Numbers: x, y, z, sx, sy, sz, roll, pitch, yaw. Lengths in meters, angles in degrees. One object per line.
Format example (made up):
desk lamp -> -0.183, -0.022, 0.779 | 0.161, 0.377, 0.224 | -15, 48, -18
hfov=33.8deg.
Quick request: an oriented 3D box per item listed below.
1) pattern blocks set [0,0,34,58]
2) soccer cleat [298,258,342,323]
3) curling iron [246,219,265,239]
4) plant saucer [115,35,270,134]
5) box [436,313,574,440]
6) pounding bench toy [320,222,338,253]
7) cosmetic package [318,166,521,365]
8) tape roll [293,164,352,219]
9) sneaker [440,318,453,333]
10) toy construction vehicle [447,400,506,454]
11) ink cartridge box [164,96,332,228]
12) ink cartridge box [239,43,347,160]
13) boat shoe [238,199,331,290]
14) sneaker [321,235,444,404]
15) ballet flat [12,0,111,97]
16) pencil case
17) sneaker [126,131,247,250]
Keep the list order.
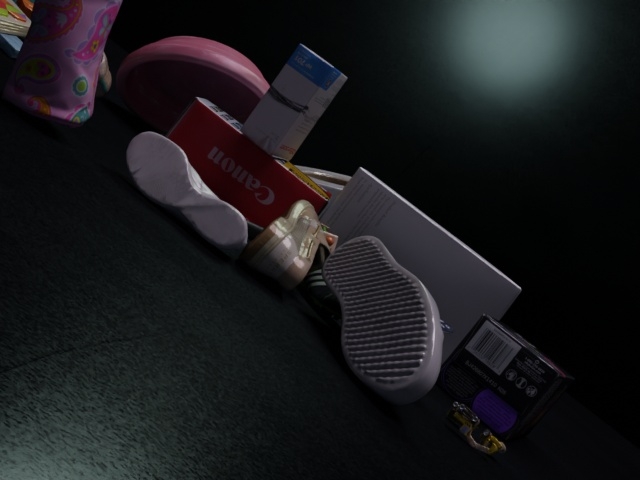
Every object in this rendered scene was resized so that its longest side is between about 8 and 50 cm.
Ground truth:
pattern blocks set -> -0.579, -0.420, 1.823 | 0.325, 0.026, 0.285 | 42, 18, 5
soccer cleat -> 0.013, 0.066, 1.609 | 0.060, 0.072, 0.179 | 34, 6, -33
curling iron -> -0.056, 0.017, 1.796 | 0.274, 0.035, 0.068 | 35, 6, -35
plant saucer -> -0.242, -0.305, 2.128 | 0.332, 0.084, 0.332 | 10, -24, 5
box -> 0.323, 0.238, 1.823 | 0.165, 0.143, 0.270 | 40, 5, 19
pounding bench toy -> 0.000, 0.000, 1.900 | 0.052, 0.083, 0.065 | 20, -20, -7
cosmetic package -> 0.166, 0.055, 2.008 | 0.385, 0.217, 0.156 | 39, 5, 1
tape roll -> 0.021, -0.089, 2.342 | 0.286, 0.100, 0.286 | 13, 9, -2
sneaker -> 0.153, 0.158, 1.615 | 0.153, 0.099, 0.282 | 33, 3, -24
toy construction vehicle -> 0.210, 0.263, 1.461 | 0.098, 0.035, 0.086 | 42, -5, 23
ink cartridge box -> -0.138, -0.122, 1.956 | 0.309, 0.130, 0.272 | 38, 6, -2
ink cartridge box -> -0.046, -0.247, 1.909 | 0.082, 0.190, 0.139 | 38, 8, 9
boat shoe -> -0.039, 0.013, 1.583 | 0.098, 0.109, 0.302 | 43, 11, 1
sneaker -> 0.107, 0.123, 1.403 | 0.150, 0.135, 0.366 | 53, 10, -25
ballet flat -> -0.492, -0.364, 1.982 | 0.316, 0.108, 0.106 | 47, -11, 34
pencil case -> -0.314, -0.290, 1.357 | 0.124, 0.284, 0.124 | 20, 6, -2
sneaker -> -0.184, -0.058, 1.452 | 0.212, 0.080, 0.094 | 45, -6, 9
